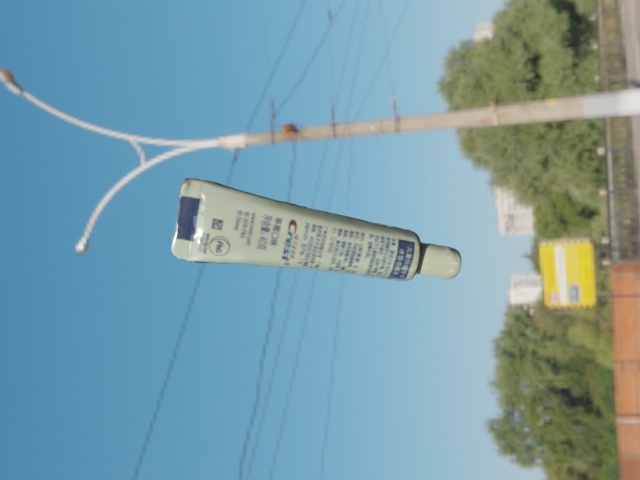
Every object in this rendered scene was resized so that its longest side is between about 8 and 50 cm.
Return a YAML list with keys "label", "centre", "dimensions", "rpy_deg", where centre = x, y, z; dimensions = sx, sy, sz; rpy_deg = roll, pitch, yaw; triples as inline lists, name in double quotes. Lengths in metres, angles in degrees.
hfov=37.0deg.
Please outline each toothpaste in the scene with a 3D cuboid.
- label: "toothpaste"
  centre: [0.000, 0.000, 0.709]
  dimensions: [0.037, 0.216, 0.062]
  rpy_deg: [-129, 48, -78]
